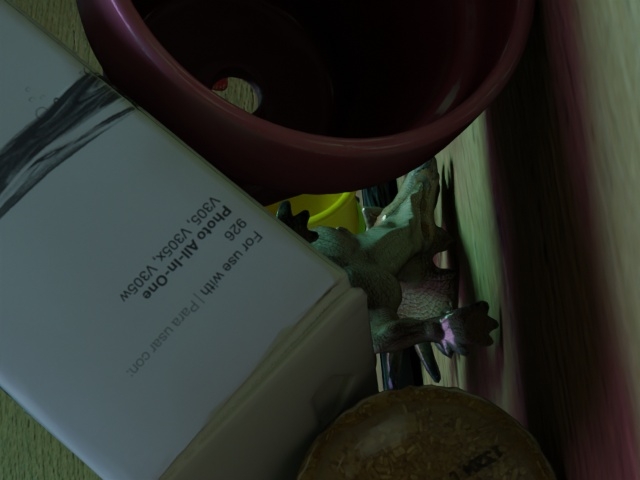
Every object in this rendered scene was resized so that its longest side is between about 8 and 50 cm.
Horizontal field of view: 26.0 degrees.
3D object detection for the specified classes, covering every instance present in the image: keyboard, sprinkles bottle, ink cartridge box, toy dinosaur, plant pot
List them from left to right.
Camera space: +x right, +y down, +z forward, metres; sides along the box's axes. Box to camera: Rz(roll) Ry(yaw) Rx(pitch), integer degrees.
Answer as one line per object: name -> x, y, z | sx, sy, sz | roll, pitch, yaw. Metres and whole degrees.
ink cartridge box -> -0.122, 0.002, 0.625 | 0.121, 0.289, 0.211 | -48, -17, -11
plant pot -> -0.026, -0.102, 0.666 | 0.180, 0.201, 0.201 | 137, 133, -64
toy dinosaur -> -0.017, 0.064, 0.824 | 0.127, 0.295, 0.200 | 57, 173, 8
keyboard -> 0.053, 0.006, 1.139 | 0.201, 0.033, 0.317 | 82, -179, -52
sprinkles bottle -> 0.040, 0.201, 0.735 | 0.355, 0.121, 0.121 | 95, 172, -60

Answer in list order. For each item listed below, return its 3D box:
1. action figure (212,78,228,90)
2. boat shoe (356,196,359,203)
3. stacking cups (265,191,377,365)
action figure -> 0.006, -0.194, 0.757 | 0.139, 0.091, 0.280 | -119, 38, -53
boat shoe -> 0.000, 0.000, 1.243 | 0.109, 0.089, 0.258 | -69, -29, -58
stacking cups -> 0.005, 0.042, 1.084 | 0.316, 0.096, 0.096 | 75, -171, -54
